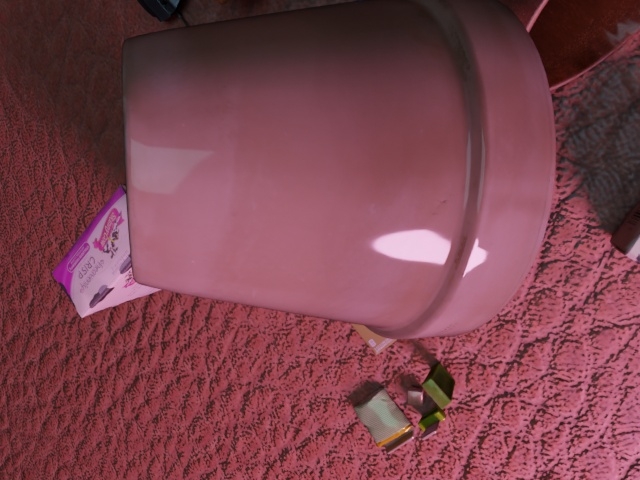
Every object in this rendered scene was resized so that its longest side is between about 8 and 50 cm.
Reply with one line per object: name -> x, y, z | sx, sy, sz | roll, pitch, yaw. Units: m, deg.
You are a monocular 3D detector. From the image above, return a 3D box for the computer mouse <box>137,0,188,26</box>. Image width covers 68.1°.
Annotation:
computer mouse -> -0.206, -0.315, 0.669 | 0.071, 0.041, 0.242 | -38, 83, 23

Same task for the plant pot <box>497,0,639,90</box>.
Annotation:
plant pot -> 0.191, -0.293, 0.426 | 0.215, 0.215, 0.231 | -42, 67, 24

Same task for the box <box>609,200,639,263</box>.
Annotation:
box -> 0.425, 0.038, 0.422 | 0.275, 0.094, 0.113 | 34, 109, 16

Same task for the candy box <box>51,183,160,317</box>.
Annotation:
candy box -> -0.190, -0.002, 0.608 | 0.159, 0.233, 0.071 | -41, 82, 23

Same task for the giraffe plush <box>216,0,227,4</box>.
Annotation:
giraffe plush -> -0.140, -0.379, 0.558 | 0.181, 0.210, 0.171 | -31, 91, 0

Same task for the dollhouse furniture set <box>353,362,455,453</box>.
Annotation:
dollhouse furniture set -> 0.106, 0.223, 0.612 | 0.151, 0.058, 0.076 | -43, 80, 23

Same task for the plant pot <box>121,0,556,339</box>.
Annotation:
plant pot -> -0.022, -0.062, 0.423 | 0.280, 0.323, 0.324 | -3, 100, -20

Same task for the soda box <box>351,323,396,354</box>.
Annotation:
soda box -> 0.122, 0.059, 0.576 | 0.181, 0.061, 0.058 | -45, 79, 23
